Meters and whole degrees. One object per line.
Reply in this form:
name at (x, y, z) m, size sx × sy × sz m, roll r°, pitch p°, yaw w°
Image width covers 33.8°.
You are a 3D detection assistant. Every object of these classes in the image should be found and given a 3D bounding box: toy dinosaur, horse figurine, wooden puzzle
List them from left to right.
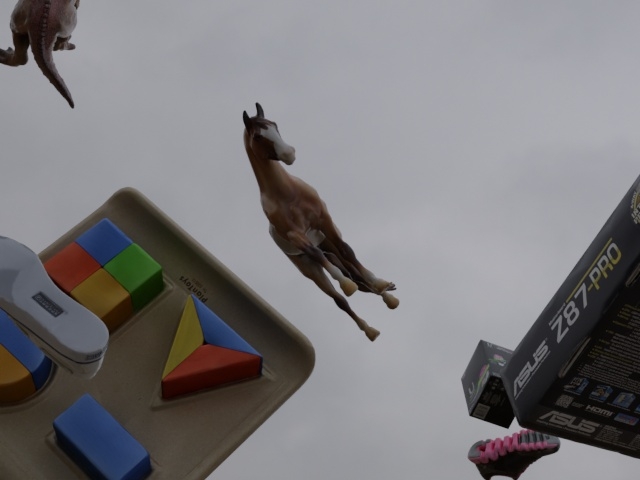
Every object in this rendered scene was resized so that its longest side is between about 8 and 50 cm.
toy dinosaur at (-0.365, -0.337, 1.418) m, size 0.127 × 0.295 × 0.200 m, roll 2°, pitch -8°, yaw -29°
wooden puzzle at (-0.229, 0.131, 1.109) m, size 0.322 × 0.348 × 0.080 m, roll 40°, pitch -23°, yaw 17°
horse figurine at (0.000, 0.000, 0.962) m, size 0.174 × 0.066 × 0.263 m, roll 48°, pitch -2°, yaw 20°

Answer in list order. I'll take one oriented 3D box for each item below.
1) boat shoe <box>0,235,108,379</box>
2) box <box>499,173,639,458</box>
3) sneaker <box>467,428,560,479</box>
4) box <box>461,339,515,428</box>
boat shoe at (-0.151, 0.037, 0.557) m, size 0.100 × 0.035 × 0.035 m, roll 36°, pitch -45°, yaw 17°
box at (0.433, 0.102, 1.081) m, size 0.395 × 0.097 × 0.318 m, roll 17°, pitch -58°, yaw -19°
sneaker at (0.249, 0.274, 1.329) m, size 0.119 × 0.047 × 0.057 m, roll -17°, pitch -73°, yaw 24°
box at (0.202, 0.166, 1.226) m, size 0.052 × 0.083 × 0.062 m, roll 20°, pitch -67°, yaw -8°
